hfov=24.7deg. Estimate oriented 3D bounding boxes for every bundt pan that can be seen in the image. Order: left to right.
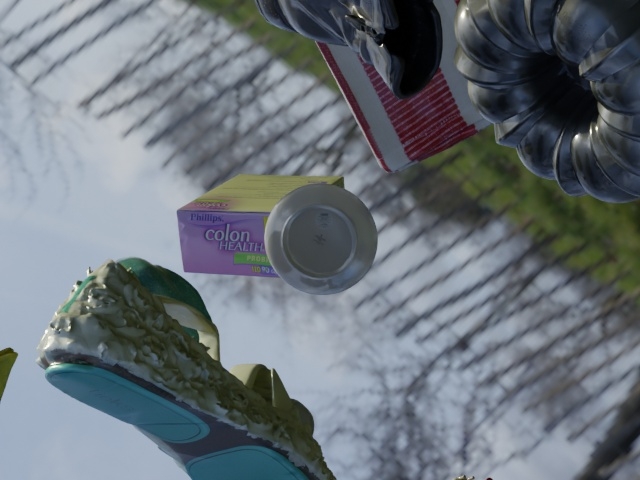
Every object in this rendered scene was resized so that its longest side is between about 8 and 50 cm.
[{"bbox_3d":[0.264,-0.170,1.480,0.331,0.124,0.331,37,153,22],"label":"bundt pan"}]

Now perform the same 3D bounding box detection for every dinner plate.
[{"bbox_3d":[0.000,0.000,1.802,0.141,0.141,0.017,42,-169,-3],"label":"dinner plate"}]

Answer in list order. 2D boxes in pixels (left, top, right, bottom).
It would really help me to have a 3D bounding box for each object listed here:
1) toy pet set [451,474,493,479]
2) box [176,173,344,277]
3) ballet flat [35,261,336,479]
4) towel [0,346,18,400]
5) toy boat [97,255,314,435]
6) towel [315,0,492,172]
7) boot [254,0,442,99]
[{"bbox_3d":[0.181,0.385,2.014,0.114,0.065,0.122,16,-124,-27],"label":"toy pet set"},{"bbox_3d":[-0.096,-0.029,2.552,0.213,0.117,0.243,2,-163,24],"label":"box"},{"bbox_3d":[-0.100,0.152,1.411,0.409,0.147,0.147,45,-173,-41],"label":"ballet flat"},{"bbox_3d":[-0.438,0.245,1.809,0.021,0.237,0.102,29,-155,17],"label":"towel"},{"bbox_3d":[-0.145,0.143,1.715,0.318,0.148,0.267,55,170,-9],"label":"toy boat"},{"bbox_3d":[0.169,-0.247,1.695,0.237,0.329,0.037,62,-173,-14],"label":"towel"},{"bbox_3d":[0.005,-0.298,1.295,0.222,0.118,0.338,35,159,46],"label":"boot"}]
